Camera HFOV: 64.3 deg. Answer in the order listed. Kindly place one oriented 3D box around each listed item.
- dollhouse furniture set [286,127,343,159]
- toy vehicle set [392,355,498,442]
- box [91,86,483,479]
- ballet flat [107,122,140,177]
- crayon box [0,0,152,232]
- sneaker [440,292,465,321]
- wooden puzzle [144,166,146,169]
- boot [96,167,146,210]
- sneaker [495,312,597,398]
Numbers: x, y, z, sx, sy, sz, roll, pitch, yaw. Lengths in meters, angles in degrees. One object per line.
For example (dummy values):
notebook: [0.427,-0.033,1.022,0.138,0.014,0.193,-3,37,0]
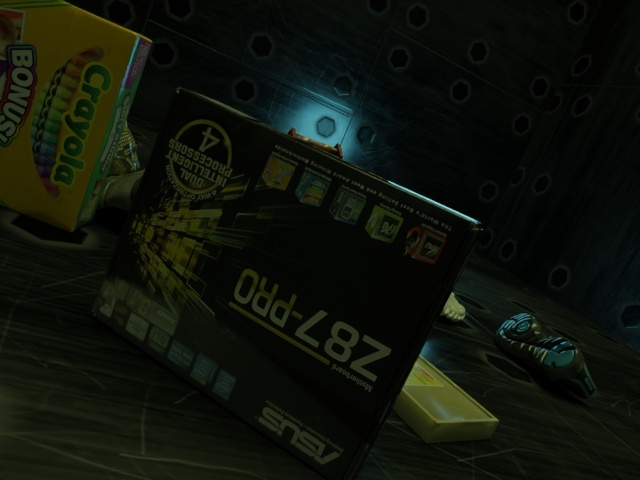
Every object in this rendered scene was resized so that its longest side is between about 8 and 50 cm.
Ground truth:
dollhouse furniture set: [-0.086,-0.209,1.849,0.201,0.374,0.152,13,50,-24]
toy vehicle set: [0.148,0.235,0.860,0.165,0.035,0.266,16,13,-38]
box: [-0.058,0.038,0.611,0.394,0.319,0.097,28,12,18]
ballet flat: [-0.552,-0.278,1.324,0.163,0.182,0.482,1,15,-27]
crayon box: [-0.510,-0.243,0.885,0.312,0.363,0.106,22,12,-6]
sneaker: [0.319,0.136,1.418,0.292,0.118,0.110,31,-4,-33]
wooden puzzle: [-0.354,-0.098,1.286,0.347,0.081,0.322,20,12,-19]
boot: [-0.398,-0.129,1.082,0.161,0.084,0.247,0,27,11]
sneaker: [0.583,0.303,1.347,0.140,0.125,0.341,49,3,-12]
